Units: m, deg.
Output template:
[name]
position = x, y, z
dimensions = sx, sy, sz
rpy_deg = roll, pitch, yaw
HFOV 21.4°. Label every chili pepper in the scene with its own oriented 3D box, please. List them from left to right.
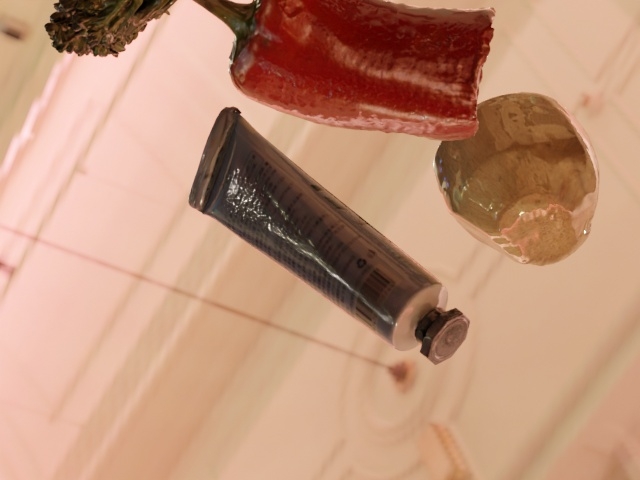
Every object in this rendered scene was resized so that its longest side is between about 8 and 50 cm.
[chili pepper]
position = -0.014, -0.177, 1.552
dimensions = 0.131, 0.338, 0.134
rpy_deg = 108, -6, -83

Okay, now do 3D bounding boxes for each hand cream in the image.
[hand cream]
position = 0.000, 0.000, 1.198
dimensions = 0.256, 0.055, 0.088
rpy_deg = 36, -61, 30

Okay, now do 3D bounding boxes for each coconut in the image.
[coconut]
position = 0.250, -0.079, 2.112
dimensions = 0.224, 0.224, 0.224
rpy_deg = -38, -139, 42

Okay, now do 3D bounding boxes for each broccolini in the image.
[broccolini]
position = -0.042, -0.229, 0.983
dimensions = 0.392, 0.074, 0.079
rpy_deg = -38, -170, 38
